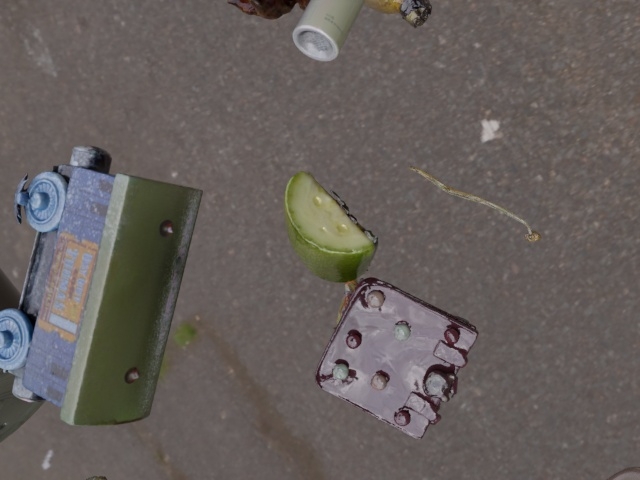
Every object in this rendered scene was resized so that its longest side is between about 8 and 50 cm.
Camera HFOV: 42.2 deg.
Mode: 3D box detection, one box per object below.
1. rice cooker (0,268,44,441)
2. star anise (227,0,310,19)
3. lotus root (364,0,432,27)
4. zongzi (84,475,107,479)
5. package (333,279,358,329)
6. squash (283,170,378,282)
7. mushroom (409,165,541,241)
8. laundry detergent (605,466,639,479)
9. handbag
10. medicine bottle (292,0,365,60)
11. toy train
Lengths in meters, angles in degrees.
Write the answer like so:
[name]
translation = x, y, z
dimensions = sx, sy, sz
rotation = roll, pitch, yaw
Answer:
[rice cooker]
translation = -0.613, 0.167, 1.302
dimensions = 0.325, 0.335, 0.335
rotation = 45, 137, 15
[star anise]
translation = -0.044, -0.401, 1.304
dimensions = 0.212, 0.196, 0.111
rotation = 55, 156, 28
[lotus root]
translation = 0.145, -0.570, 1.776
dimensions = 0.310, 0.183, 0.182
rotation = 56, 140, 22
[zongzi]
translation = -0.484, 0.534, 1.183
dimensions = 0.448, 0.181, 0.417
rotation = -3, 112, 7
[package]
translation = 0.061, 0.133, 1.489
dimensions = 0.108, 0.031, 0.120
rotation = -133, 50, -56
[squash]
translation = 0.000, 0.000, 1.379
dimensions = 0.169, 0.093, 0.252
rotation = 46, 169, 8
[mushroom]
translation = 0.295, -0.077, 1.587
dimensions = 0.286, 0.028, 0.026
rotation = 33, 162, 15
[laundry detergent]
translation = 0.401, 0.407, 1.031
dimensions = 0.171, 0.237, 0.076
rotation = 10, 161, 28
[handbag]
translation = 0.117, 0.184, 1.302
dimensions = 0.216, 0.074, 0.203
rotation = 28, 100, 7
[medicine bottle]
translation = 0.039, -0.319, 0.990
dimensions = 0.059, 0.230, 0.059
rotation = 21, 157, 9
[toy train]
translation = -0.252, 0.049, 0.923
dimensions = 0.202, 0.131, 0.299
rotation = 15, 94, 34
